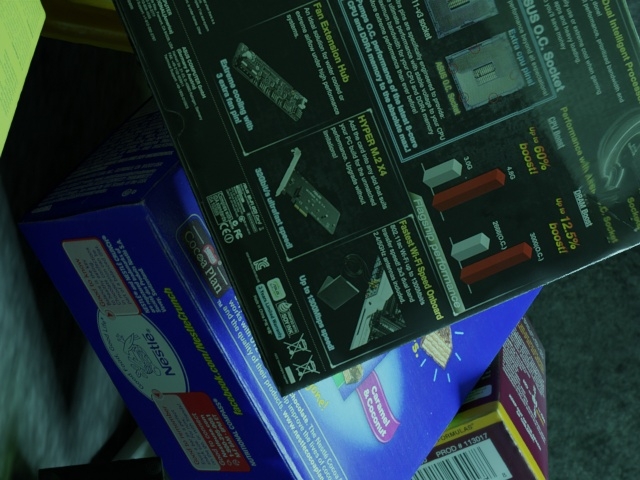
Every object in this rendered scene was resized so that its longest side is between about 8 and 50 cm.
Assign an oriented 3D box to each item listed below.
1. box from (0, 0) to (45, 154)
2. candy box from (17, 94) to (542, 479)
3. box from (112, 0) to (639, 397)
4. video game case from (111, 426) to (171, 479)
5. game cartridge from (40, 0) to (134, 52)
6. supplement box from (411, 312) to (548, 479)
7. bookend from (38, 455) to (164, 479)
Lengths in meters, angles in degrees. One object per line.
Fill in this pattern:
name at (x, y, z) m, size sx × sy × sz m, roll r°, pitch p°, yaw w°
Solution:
box at (-0.184, -0.030, 0.727) m, size 0.058 × 0.087 × 0.232 m, roll 77°, pitch 20°, yaw -50°
candy box at (0.000, 0.000, 1.112) m, size 0.317 × 0.122 × 0.268 m, roll -48°, pitch 121°, yaw -40°
box at (0.029, -0.108, 0.911) m, size 0.076 × 0.242 × 0.307 m, roll -133°, pitch -160°, yaw -79°
video game case at (-0.070, 0.211, 1.248) m, size 0.206 × 0.026 × 0.227 m, roll 63°, pitch 18°, yaw -10°
game cartridge at (-0.003, -0.214, 1.099) m, size 0.324 × 0.285 × 0.053 m, roll -75°, pitch 175°, yaw -47°
supplement box at (0.095, 0.112, 1.222) m, size 0.081 × 0.104 × 0.188 m, roll 59°, pitch 19°, yaw -22°
bookend at (-0.120, 0.230, 1.032) m, size 0.157 × 0.072 × 0.156 m, roll 99°, pitch -17°, yaw -61°
